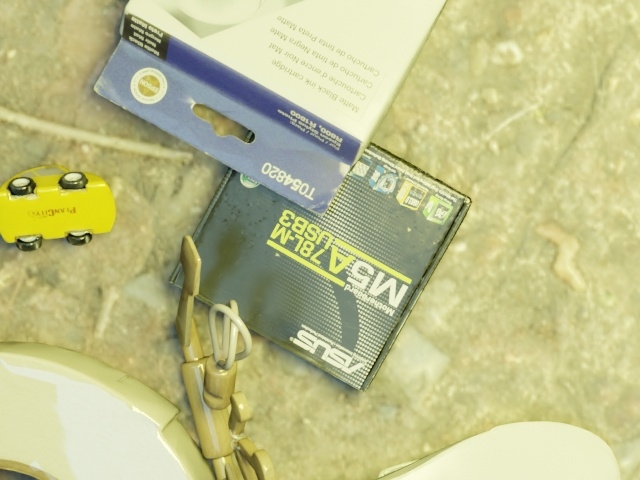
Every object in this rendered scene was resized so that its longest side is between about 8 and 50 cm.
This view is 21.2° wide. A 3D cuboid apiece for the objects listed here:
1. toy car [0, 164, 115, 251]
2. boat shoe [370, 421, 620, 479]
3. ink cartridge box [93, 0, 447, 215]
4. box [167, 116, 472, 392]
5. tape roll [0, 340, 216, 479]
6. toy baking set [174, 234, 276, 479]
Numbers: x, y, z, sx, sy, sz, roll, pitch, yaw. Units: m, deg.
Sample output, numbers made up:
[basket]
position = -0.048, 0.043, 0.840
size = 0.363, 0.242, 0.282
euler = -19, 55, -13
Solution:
[toy car]
position = -0.316, -0.009, 1.428
size = 0.239, 0.053, 0.225
euler = 25, 113, -19
[boat shoe]
position = 0.094, 0.225, 1.395
size = 0.301, 0.102, 0.108
euler = -19, 86, -13
[ink cartridge box]
position = -0.037, -0.168, 1.368
size = 0.223, 0.045, 0.224
euler = 28, 83, 4
[box]
position = 0.000, 0.000, 1.410
size = 0.191, 0.045, 0.184
euler = 30, 96, 4
[tape roll]
position = -0.266, 0.279, 1.460
size = 0.392, 0.072, 0.392
euler = 1, 96, 8
[toy baking set]
position = -0.074, 0.121, 1.366
size = 0.030, 0.197, 0.256
euler = -16, 90, -18
